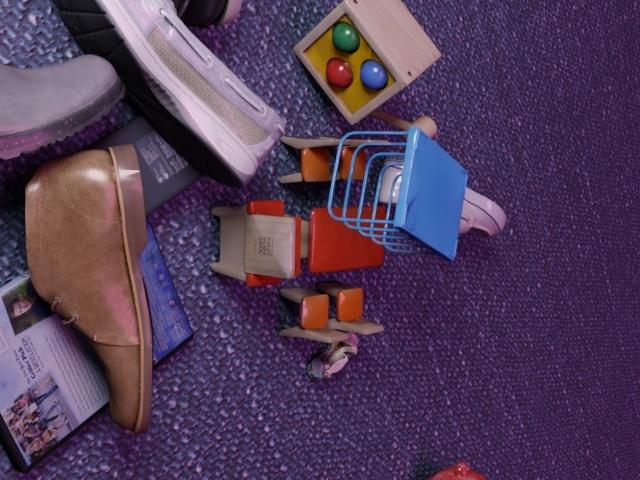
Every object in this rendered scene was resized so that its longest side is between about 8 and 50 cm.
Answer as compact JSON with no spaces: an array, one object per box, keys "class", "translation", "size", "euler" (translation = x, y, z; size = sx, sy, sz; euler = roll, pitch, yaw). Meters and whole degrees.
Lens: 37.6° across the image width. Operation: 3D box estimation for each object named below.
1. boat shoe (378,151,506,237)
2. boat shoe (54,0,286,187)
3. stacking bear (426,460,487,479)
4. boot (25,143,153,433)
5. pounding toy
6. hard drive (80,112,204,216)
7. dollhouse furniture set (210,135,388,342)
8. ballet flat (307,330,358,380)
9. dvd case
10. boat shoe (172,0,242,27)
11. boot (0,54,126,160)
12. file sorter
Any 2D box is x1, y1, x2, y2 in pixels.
[{"class":"boat shoe","translation":[0.183,-0.044,1.418],"size":[0.267,0.096,0.088],"euler":[27,78,-46]},{"class":"boat shoe","translation":[-0.156,-0.193,0.967],"size":[0.103,0.118,0.320],"euler":[-51,120,-19]},{"class":"stacking bear","translation":[0.185,0.488,1.444],"size":[0.175,0.164,0.289],"euler":[45,57,-42]},{"class":"boot","translation":[-0.228,0.058,0.946],"size":[0.115,0.112,0.305],"euler":[-9,109,-18]},{"class":"pounding toy","translation":[0.065,-0.196,1.213],"size":[0.206,0.181,0.094],"euler":[52,53,-6]},{"class":"hard drive","translation":[-0.192,-0.082,1.018],"size":[0.135,0.022,0.094],"euler":[-41,109,-39]},{"class":"dollhouse furniture set","translation":[0.000,0.000,1.179],"size":[0.259,0.135,0.262],"euler":[-5,99,-48]},{"class":"ballet flat","translation":[0.029,0.156,1.304],"size":[0.114,0.041,0.041],"euler":[-44,125,-37]},{"class":"dvd case","translation":[-0.252,0.097,0.990],"size":[0.253,0.022,0.180],"euler":[-40,123,-40]},{"class":"boat shoe","translation":[-0.135,-0.335,0.915],"size":[0.113,0.340,0.127],"euler":[-25,70,-23]},{"class":"boot","translation":[-0.329,-0.169,0.807],"size":[0.338,0.118,0.223],"euler":[-36,115,-46]},{"class":"file sorter","translation":[0.096,-0.054,1.145],"size":[0.170,0.104,0.118],"euler":[28,69,-59]}]
